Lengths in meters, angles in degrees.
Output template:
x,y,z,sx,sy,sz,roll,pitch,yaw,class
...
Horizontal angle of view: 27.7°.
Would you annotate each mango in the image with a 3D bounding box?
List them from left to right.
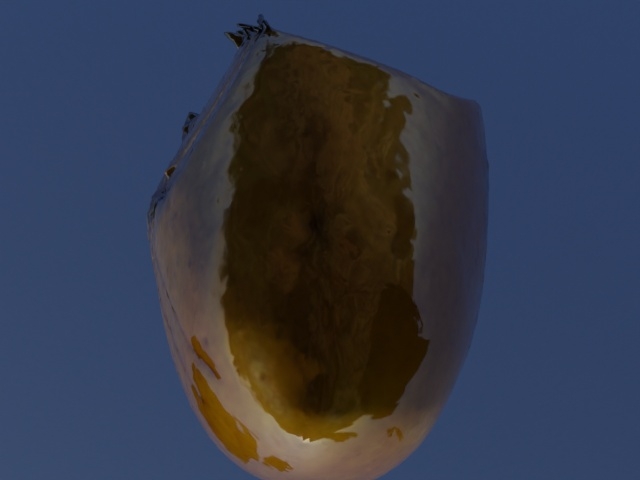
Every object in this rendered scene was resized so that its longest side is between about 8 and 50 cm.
x,y,z,sx,sy,sz,roll,pitch,yaw,class
0.000,0.000,0.471,0.126,0.252,0.154,13,-69,-8,mango
